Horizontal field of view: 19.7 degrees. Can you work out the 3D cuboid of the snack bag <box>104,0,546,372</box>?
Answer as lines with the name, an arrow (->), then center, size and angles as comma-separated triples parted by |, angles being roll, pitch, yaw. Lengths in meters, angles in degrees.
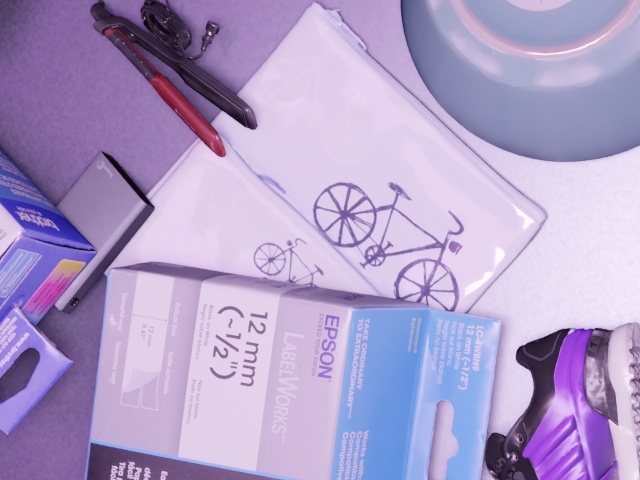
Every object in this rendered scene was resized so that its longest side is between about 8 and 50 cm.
snack bag -> 0.000, 0.000, 1.733 | 0.323, 0.037, 0.342 | 44, 100, 12

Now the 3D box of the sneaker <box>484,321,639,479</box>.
sneaker -> 0.221, 0.221, 1.644 | 0.146, 0.102, 0.293 | -2, 84, 19

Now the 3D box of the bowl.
bowl -> 0.209, -0.231, 1.606 | 0.312, 0.163, 0.311 | -1, 86, 12

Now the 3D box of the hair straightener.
hair straightener -> -0.135, -0.179, 1.760 | 0.089, 0.047, 0.230 | -40, 62, -13

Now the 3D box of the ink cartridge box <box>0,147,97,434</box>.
ink cartridge box -> -0.405, 0.012, 1.753 | 0.270, 0.151, 0.395 | -48, 66, 10

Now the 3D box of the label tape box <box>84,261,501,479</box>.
label tape box -> -0.030, 0.167, 1.666 | 0.348, 0.115, 0.249 | 9, 94, 18

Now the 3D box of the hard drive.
hard drive -> -0.226, -0.008, 1.782 | 0.135, 0.022, 0.094 | -50, 50, 9
